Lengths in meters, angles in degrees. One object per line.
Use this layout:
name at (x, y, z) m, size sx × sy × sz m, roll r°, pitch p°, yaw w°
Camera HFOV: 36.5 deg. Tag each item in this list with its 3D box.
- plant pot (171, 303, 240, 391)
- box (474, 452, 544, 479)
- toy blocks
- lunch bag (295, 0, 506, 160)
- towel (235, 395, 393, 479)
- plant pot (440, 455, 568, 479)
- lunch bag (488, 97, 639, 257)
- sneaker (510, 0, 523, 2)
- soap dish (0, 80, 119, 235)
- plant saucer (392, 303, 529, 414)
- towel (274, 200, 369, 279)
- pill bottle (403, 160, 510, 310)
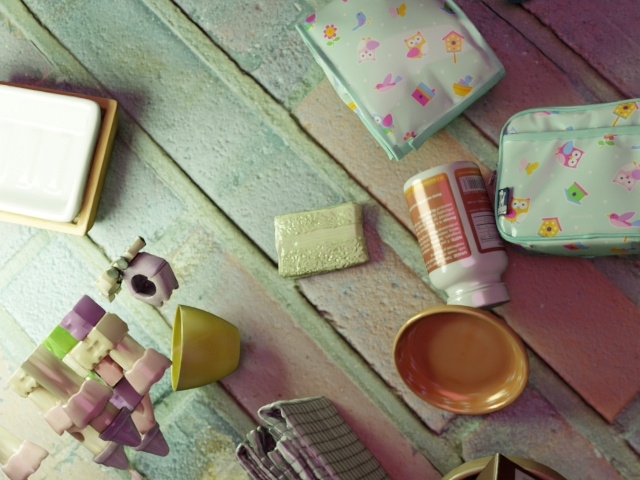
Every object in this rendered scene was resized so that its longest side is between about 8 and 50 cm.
plant pot at (-0.177, 0.168, 1.505) m, size 0.095 × 0.134 × 0.134 m, roll 4°, pitch 81°, yaw -14°
box at (0.206, 0.489, 1.272) m, size 0.191 × 0.143 × 0.381 m, roll 30°, pitch 114°, yaw 1°
toy blocks at (-0.308, 0.223, 1.455) m, size 0.260 × 0.309 × 0.288 m, roll 41°, pitch 130°, yaw -8°
lunch bag at (0.129, -0.277, 1.492) m, size 0.223 × 0.160 × 0.262 m, roll -37°, pitch 70°, yaw 3°
towel at (0.010, 0.361, 1.373) m, size 0.121 × 0.235 × 0.284 m, roll -42°, pitch 75°, yaw 8°
plant pot at (0.262, 0.393, 1.358) m, size 0.237 × 0.110 × 0.237 m, roll 4°, pitch 108°, yaw 11°
lunch bag at (0.385, -0.092, 1.397) m, size 0.279 × 0.108 × 0.224 m, roll -1°, pitch 75°, yaw 28°
sneaker at (0.350, -0.468, 1.520) m, size 0.229 × 0.087 × 0.092 m, roll -46°, pitch 68°, yaw -6°
soap dish at (-0.486, -0.139, 1.613) m, size 0.290 × 0.118 × 0.229 m, roll 11°, pitch 83°, yaw 13°
plant saucer at (0.205, 0.169, 1.414) m, size 0.199 × 0.037 × 0.200 m, roll 9°, pitch 125°, yaw 13°
towel at (0.000, 0.000, 1.538) m, size 0.148 × 0.027 × 0.110 m, roll -10°, pitch 80°, yaw 10°
pill bottle at (0.208, 0.000, 1.447) m, size 0.121 × 0.121 × 0.216 m, roll -17°, pitch 78°, yaw 8°
